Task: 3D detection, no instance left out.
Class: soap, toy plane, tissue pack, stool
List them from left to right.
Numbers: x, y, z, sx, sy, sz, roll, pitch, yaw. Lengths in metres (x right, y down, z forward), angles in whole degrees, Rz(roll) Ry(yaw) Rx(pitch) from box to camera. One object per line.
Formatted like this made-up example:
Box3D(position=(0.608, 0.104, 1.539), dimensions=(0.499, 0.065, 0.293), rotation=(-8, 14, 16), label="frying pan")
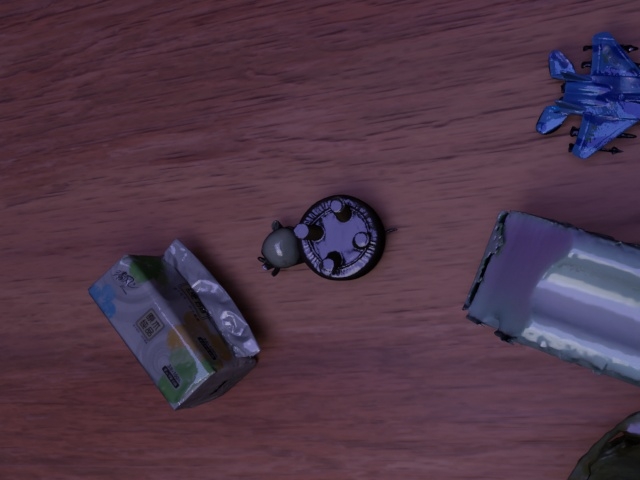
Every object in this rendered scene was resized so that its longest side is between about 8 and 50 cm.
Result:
Box3D(position=(-0.204, 0.118, 1.267), dimensions=(0.145, 0.159, 0.229), rotation=(-44, 74, 14), label="tissue pack")
Box3D(position=(0.000, 0.000, 1.216), dimensions=(0.217, 0.121, 0.125), rotation=(-7, 87, 16), label="stool")
Box3D(position=(0.412, -0.182, 1.085), dimensions=(0.247, 0.078, 0.169), rotation=(9, 92, 15), label="toy plane")
Box3D(position=(0.397, 0.093, 0.979), dimensions=(0.447, 0.261, 0.156), rotation=(19, 95, 22), label="soap")

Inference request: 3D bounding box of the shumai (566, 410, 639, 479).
Box3D(position=(0.355, 0.361, 0.881), dimensions=(0.395, 0.348, 0.394), rotation=(-22, 54, 34), label="shumai")
